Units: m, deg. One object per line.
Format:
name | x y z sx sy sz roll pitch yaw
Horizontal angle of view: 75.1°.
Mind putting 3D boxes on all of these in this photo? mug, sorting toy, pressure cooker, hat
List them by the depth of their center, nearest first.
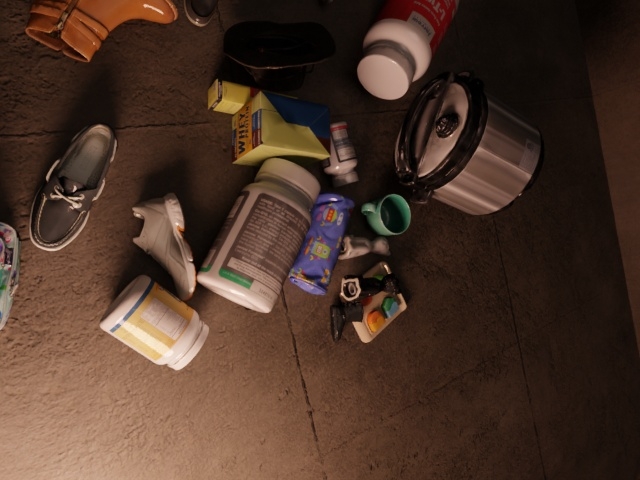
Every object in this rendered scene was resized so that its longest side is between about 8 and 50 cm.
hat | -0.109 -0.490 1.145 0.331 0.331 0.133 -32 144 -29
pressure cooker | 0.441 -0.307 1.336 0.421 0.375 0.369 18 49 -26
sorting toy | 0.179 0.196 1.345 0.208 0.038 0.193 -33 103 -29
mug | 0.204 -0.090 1.347 0.157 0.097 0.129 49 65 -18

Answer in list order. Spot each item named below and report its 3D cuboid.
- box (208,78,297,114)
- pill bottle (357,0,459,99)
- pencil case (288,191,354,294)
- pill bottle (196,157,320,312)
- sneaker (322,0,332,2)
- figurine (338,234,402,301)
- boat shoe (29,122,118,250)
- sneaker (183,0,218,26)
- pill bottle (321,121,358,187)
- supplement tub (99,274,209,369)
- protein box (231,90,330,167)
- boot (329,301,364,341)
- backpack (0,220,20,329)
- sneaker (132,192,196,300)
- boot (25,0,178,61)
box | -0.183 -0.377 1.143 0.232 0.087 0.058 3 85 -30
pill bottle | 0.280 -0.671 1.361 0.229 0.229 0.407 36 69 -24
pencil case | 0.000 0.000 1.204 0.133 0.119 0.306 21 76 -15
pill bottle | -0.145 -0.017 1.069 0.204 0.204 0.361 33 71 -25
sneaker | 0.060 -0.886 1.321 0.153 0.099 0.282 -5 86 -30
figurine | 0.155 0.076 1.299 0.210 0.092 0.214 0 70 -36
boat shoe | -0.538 -0.124 0.904 0.114 0.091 0.302 22 75 -28
sneaker | -0.290 -0.680 1.081 0.083 0.118 0.221 17 78 -29
pill bottle | 0.052 -0.257 1.263 0.108 0.108 0.180 -20 97 -31
supplement tub | -0.372 0.190 0.950 0.200 0.144 0.144 43 66 -22
protein box | -0.109 -0.280 1.111 0.200 0.201 0.135 2 86 -31
boot | 0.081 0.242 1.263 0.099 0.045 0.121 -4 92 -17
backpack | -0.684 0.080 0.754 0.225 0.191 0.253 8 87 -31
sneaker | -0.377 0.023 1.000 0.121 0.099 0.262 -13 86 -24
boot | -0.489 -0.505 0.943 0.284 0.109 0.220 17 71 -23
